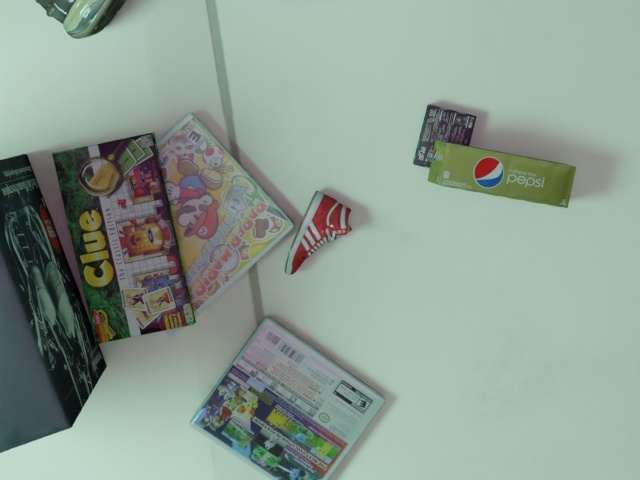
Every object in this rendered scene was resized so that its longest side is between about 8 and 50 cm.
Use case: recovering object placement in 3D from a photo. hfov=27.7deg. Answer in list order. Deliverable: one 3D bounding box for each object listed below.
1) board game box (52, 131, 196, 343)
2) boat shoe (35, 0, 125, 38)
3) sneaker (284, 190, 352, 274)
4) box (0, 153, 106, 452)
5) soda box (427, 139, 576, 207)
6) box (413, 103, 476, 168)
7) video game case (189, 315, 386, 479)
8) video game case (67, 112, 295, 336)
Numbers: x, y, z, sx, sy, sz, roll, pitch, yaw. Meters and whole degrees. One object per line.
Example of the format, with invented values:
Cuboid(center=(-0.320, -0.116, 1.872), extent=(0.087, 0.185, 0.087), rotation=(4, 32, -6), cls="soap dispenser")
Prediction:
Cuboid(center=(-0.257, -0.002, 1.703), extent=(0.136, 0.030, 0.259), rotation=(-12, 97, 2), cls="board game box")
Cuboid(center=(-0.250, -0.426, 1.629), extent=(0.130, 0.132, 0.355), rotation=(34, 93, -5), cls="boat shoe")
Cuboid(center=(0.000, 0.000, 1.729), extent=(0.067, 0.042, 0.118), rotation=(23, 93, -1), cls="sneaker")
Cuboid(center=(-0.411, 0.074, 1.574), extent=(0.179, 0.343, 0.312), rotation=(-19, 97, 0), cls="box")
Cuboid(center=(0.238, -0.087, 1.704), extent=(0.181, 0.061, 0.058), rotation=(9, 96, -12), cls="soda box")
Cuboid(center=(0.165, -0.133, 1.730), extent=(0.067, 0.018, 0.083), rotation=(13, 96, -3), cls="box")
Cuboid(center=(-0.044, 0.232, 1.764), extent=(0.201, 0.023, 0.183), rotation=(35, 94, -6), cls="video game case")
Cuboid(center=(-0.185, -0.020, 1.729), extent=(0.227, 0.026, 0.206), rotation=(-42, 96, 3), cls="video game case")
